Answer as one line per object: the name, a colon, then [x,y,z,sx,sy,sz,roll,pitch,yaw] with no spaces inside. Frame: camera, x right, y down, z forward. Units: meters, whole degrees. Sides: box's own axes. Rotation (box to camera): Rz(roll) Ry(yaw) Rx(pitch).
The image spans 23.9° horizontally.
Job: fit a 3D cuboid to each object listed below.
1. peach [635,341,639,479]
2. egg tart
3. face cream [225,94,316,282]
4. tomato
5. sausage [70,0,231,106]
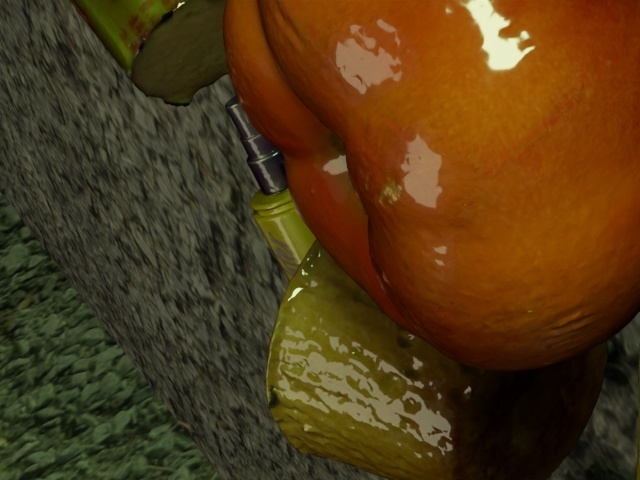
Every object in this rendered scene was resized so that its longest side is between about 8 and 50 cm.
peach: [0.212,0.092,0.489,0.245,0.248,0.274,27,168,21]
egg tart: [0.078,0.076,0.955,0.147,0.202,0.202,29,151,40]
face cream: [0.000,0.000,1.232,0.273,0.078,0.078,61,164,-19]
tomato: [0.068,-0.069,0.695,0.260,0.180,0.260,51,162,24]
sausage: [-0.177,-0.254,1.163,0.317,0.117,0.125,50,170,17]
